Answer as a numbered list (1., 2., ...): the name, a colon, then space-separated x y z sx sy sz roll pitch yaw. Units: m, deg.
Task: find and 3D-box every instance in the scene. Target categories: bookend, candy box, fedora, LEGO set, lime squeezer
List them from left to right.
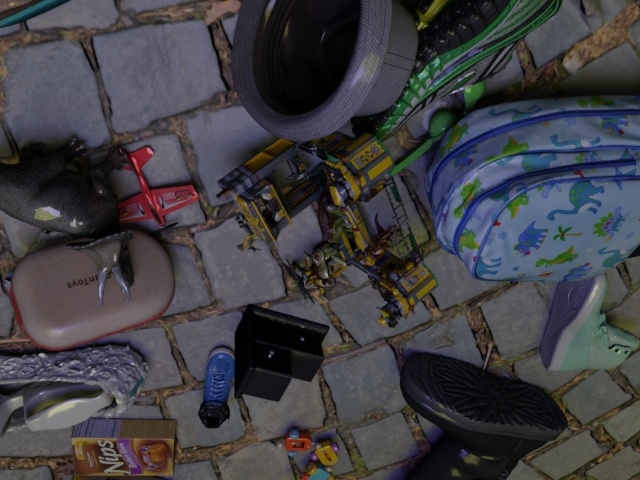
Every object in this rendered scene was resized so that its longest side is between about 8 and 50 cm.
1. candy box: -0.371 0.395 1.234 0.186 0.053 0.109 4 123 -8
2. bookend: -0.061 0.200 1.086 0.156 0.157 0.072 18 119 -17
3. LEGO set: 0.000 0.000 0.905 0.192 0.255 0.331 -38 136 -15
4. fedora: 0.016 -0.237 0.789 0.124 0.275 0.244 4 101 -39
5. lime squeezer: 0.167 -0.193 0.924 0.109 0.059 0.311 10 121 -14

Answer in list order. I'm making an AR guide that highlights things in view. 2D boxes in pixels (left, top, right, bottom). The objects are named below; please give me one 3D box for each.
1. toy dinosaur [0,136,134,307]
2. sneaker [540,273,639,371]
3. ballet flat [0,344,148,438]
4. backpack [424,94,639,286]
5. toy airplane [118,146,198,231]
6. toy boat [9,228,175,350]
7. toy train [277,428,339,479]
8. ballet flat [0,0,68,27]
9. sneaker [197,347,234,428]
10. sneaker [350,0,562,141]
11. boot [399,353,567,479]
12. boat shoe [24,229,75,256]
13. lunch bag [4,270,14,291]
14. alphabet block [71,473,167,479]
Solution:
1. toy dinosaur: -0.354 -0.065 0.862 0.313 0.160 0.121 34 121 -16
2. sneaker: 0.499 0.137 1.153 0.150 0.094 0.256 1 132 -1
3. ballet flat: -0.499 0.265 1.088 0.408 0.147 0.147 -12 123 1
4. backpack: 0.328 -0.071 0.920 0.355 0.274 0.290 12 143 -2
5. toy airplane: -0.261 -0.075 0.960 0.151 0.028 0.151 0 124 0
6. toy boat: -0.338 0.079 0.983 0.231 0.151 0.151 -16 167 -23
7. toy train: -0.027 0.438 1.312 0.125 0.046 0.166 0 119 -6
8. ballet flat: -0.265 -0.343 0.748 0.315 0.107 0.106 -17 110 3
9. sneaker: -0.183 0.271 1.158 0.058 0.085 0.152 10 120 -13
10. sneaker: 0.157 -0.221 0.818 0.146 0.134 0.343 10 150 -33
11. boot: 0.221 0.453 1.306 0.366 0.146 0.445 21 122 -17
12. boat shoe: -0.412 -0.003 0.988 0.100 0.035 0.035 -26 95 14
13. lunch bag: -0.444 0.073 1.019 0.083 0.053 0.071 -16 125 -9
14. alphabet block: -0.416 0.578 1.262 0.197 0.193 0.192 21 116 -19
